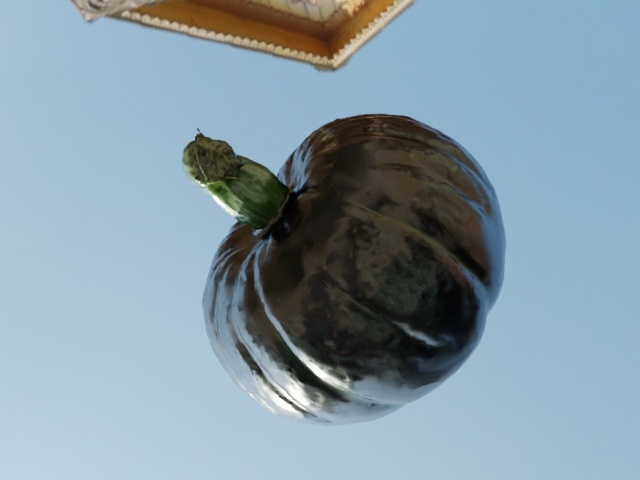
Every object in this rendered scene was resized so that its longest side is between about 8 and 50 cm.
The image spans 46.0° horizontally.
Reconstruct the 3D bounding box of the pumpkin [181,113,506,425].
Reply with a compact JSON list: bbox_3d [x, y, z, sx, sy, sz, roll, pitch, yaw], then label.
[{"bbox_3d":[0.000,0.000,0.562,0.248,0.248,0.248,-3,-111,9],"label":"pumpkin"}]
